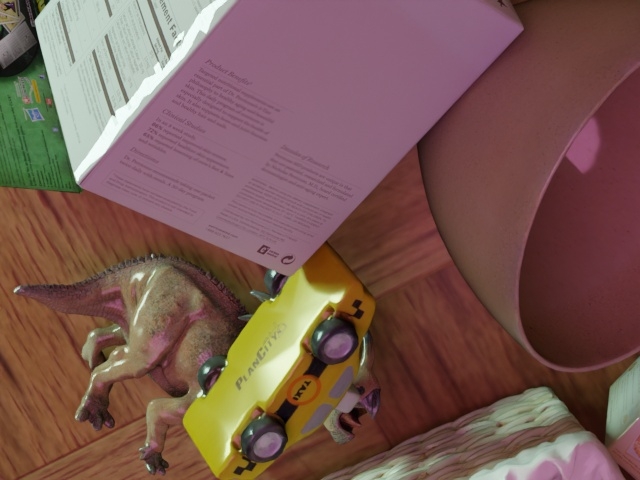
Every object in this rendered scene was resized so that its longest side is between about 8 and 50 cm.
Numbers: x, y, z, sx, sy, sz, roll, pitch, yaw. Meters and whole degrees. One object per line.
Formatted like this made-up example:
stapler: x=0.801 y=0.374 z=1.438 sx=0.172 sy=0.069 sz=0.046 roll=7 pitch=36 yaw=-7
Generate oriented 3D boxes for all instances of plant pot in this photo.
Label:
plant pot: x=0.182 y=-0.071 z=1.403 sx=0.191 sy=0.284 sz=0.284 roll=37 pitch=114 yaw=38

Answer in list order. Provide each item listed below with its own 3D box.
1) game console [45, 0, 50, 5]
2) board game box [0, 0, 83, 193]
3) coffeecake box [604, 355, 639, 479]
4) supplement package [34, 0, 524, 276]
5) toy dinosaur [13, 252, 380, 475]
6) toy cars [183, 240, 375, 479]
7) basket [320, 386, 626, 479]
game console: x=-0.294 y=-0.236 z=1.495 sx=0.387 sy=0.060 sz=0.342 roll=20 pitch=132 yaw=6
board game box: x=-0.270 y=-0.153 z=1.494 sx=0.136 sy=0.030 sz=0.259 roll=4 pitch=128 yaw=16
coffeecake box: x=0.306 y=0.095 z=1.465 sx=0.068 sy=0.142 sz=0.185 roll=40 pitch=109 yaw=-2
supplement package: x=-0.037 y=-0.154 z=1.354 sx=0.199 sy=0.198 sz=0.262 roll=24 pitch=120 yaw=-36
toy dinosaur: x=-0.093 y=0.080 z=1.554 sx=0.296 sy=0.127 sz=0.200 roll=36 pitch=110 yaw=4
toy cars: x=0.000 y=0.000 z=1.463 sx=0.176 sy=0.087 sz=0.393 roll=-13 pitch=61 yaw=46
basket: x=0.120 y=0.323 z=1.476 sx=0.331 sy=0.266 sz=0.328 roll=-25 pitch=99 yaw=5
